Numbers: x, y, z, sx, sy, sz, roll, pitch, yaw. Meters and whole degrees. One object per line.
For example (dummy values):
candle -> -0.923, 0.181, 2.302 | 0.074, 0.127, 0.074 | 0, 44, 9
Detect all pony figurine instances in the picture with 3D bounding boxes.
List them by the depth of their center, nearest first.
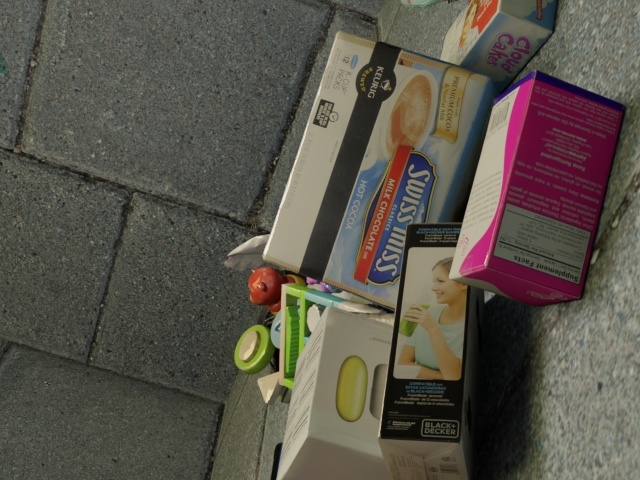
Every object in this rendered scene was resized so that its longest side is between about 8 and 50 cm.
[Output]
pony figurine -> 0.000, 0.000, 1.965 | 0.351, 0.303, 0.363 | -38, 25, 50

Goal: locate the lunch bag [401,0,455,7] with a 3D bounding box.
lunch bag -> 0.242, -0.477, 1.513 | 0.279, 0.224, 0.108 | -111, 1, -74

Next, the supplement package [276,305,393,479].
supplement package -> 0.064, 0.229, 1.169 | 0.149, 0.194, 0.203 | 115, 169, -46

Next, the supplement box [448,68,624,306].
supplement box -> 0.230, -0.051, 0.959 | 0.111, 0.114, 0.220 | 146, 142, -76

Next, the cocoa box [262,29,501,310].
cocoa box -> 0.102, -0.094, 1.310 | 0.231, 0.228, 0.347 | -1, -69, -73

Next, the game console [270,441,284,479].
game console -> -0.016, 0.525, 1.672 | 0.250, 0.173, 0.293 | -31, 30, 28

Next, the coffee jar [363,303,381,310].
coffee jar -> 0.046, 0.189, 1.585 | 0.184, 0.079, 0.096 | -39, 74, 47

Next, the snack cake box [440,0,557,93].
snack cake box -> 0.269, -0.322, 1.385 | 0.264, 0.089, 0.152 | 125, 163, -64

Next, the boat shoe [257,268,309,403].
boat shoe -> -0.095, 0.243, 2.397 | 0.500, 0.156, 0.187 | -86, 18, -56

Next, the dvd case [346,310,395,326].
dvd case -> 0.069, 0.223, 1.392 | 0.164, 0.018, 0.221 | -2, 79, 51

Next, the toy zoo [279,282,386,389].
toy zoo -> 0.030, 0.193, 1.515 | 0.293, 0.030, 0.192 | 15, 107, 49

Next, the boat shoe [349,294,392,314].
boat shoe -> 0.078, 0.179, 1.662 | 0.081, 0.068, 0.228 | 46, 133, 33

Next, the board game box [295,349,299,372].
board game box -> -0.014, 0.252, 1.992 | 0.154, 0.103, 0.026 | -89, 19, -63

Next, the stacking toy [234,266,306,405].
stacking toy -> -0.130, 0.223, 2.201 | 0.279, 0.130, 0.309 | -52, 36, 5

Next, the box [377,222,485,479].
box -> 0.136, 0.140, 1.030 | 0.169, 0.087, 0.290 | 72, -157, -49
